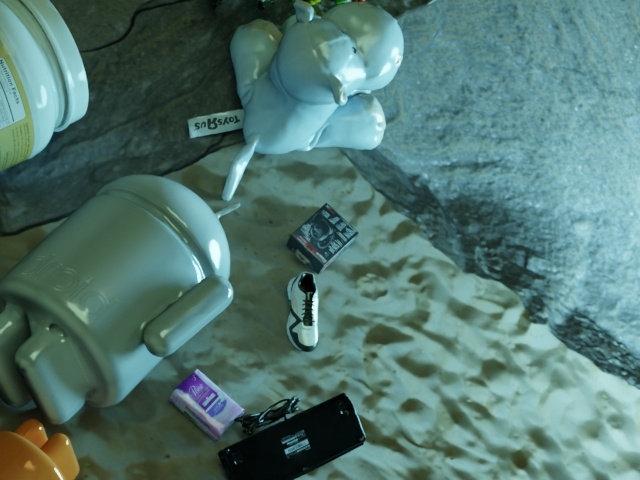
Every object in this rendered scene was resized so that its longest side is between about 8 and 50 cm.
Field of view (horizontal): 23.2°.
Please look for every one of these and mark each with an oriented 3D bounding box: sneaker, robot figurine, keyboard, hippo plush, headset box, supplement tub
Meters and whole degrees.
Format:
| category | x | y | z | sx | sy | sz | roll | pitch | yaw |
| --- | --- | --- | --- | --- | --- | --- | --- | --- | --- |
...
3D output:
| category | x | y | z | sx | sy | sz | roll | pitch | yaw |
| --- | --- | --- | --- | --- | --- | --- | --- | --- | --- |
| sneaker | -0.022 | 0.090 | 2.007 | 0.040 | 0.044 | 0.109 | 1 | 65 | -20 |
| robot figurine | -0.245 | 0.058 | 1.857 | 0.300 | 0.199 | 0.353 | 18 | 50 | 34 |
| keyboard | -0.041 | 0.244 | 1.935 | 0.192 | 0.038 | 0.100 | -22 | 95 | -27 |
| robot figurine | -0.367 | 0.300 | 1.737 | 0.158 | 0.128 | 0.219 | 45 | 58 | -5 |
| hippo plush | -0.023 | -0.240 | 2.066 | 0.294 | 0.236 | 0.234 | -19 | 71 | -26 |
| headset box | 0.000 | 0.000 | 2.068 | 0.062 | 0.032 | 0.083 | 42 | 60 | 7 |
| supplement tub | -0.466 | -0.171 | 1.891 | 0.316 | 0.228 | 0.228 | -30 | 76 | -29 |

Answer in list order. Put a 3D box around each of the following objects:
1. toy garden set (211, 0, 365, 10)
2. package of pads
| category | x | y | z | sx | sy | sz | roll | pitch | yaw |
| --- | --- | --- | --- | --- | --- | --- | --- | --- | --- |
| toy garden set | -0.030 | -0.342 | 2.152 | 0.244 | 0.204 | 0.049 | 1 | 90 | -17 |
| package of pads | -0.140 | 0.202 | 1.916 | 0.083 | 0.032 | 0.050 | 41 | 56 | 6 |
